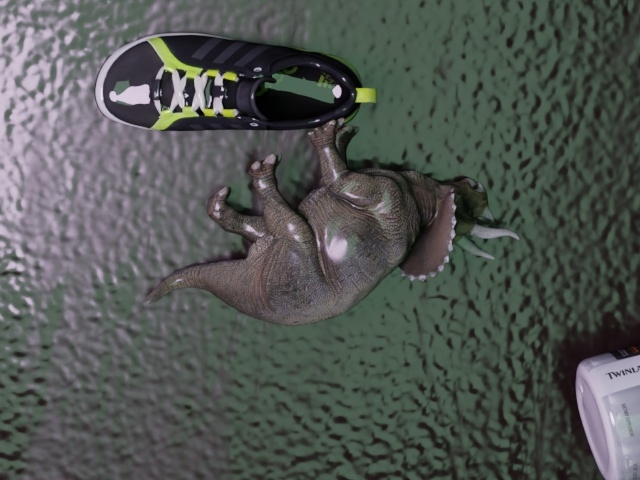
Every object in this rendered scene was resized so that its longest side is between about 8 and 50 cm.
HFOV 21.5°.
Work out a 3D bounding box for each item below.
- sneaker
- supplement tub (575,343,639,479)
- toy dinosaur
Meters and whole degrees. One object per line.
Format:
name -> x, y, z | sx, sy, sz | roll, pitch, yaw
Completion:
sneaker -> -0.071, -0.132, 1.399 | 0.235, 0.097, 0.084 | -1, 96, -5
supplement tub -> 0.326, 0.136, 1.456 | 0.190, 0.117, 0.117 | -15, 98, -3
toy dinosaur -> 0.000, 0.000, 1.412 | 0.313, 0.121, 0.160 | -28, 85, -5
